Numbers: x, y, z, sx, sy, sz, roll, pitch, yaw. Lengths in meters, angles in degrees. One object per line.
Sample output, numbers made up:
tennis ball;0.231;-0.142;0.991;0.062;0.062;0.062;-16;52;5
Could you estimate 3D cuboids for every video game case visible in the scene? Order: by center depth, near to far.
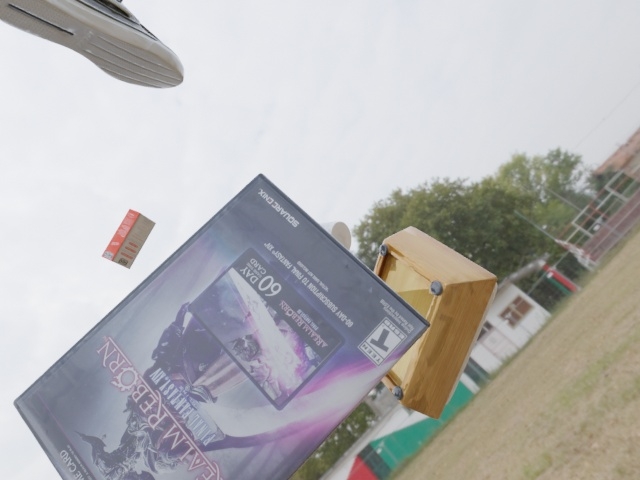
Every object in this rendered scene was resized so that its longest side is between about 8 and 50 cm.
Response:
video game case;-0.080;0.099;0.340;0.274;0.196;0.026;-44;-18;-10

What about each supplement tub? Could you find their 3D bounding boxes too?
supplement tub;0.000;0.000;0.855;0.071;0.107;0.070;10;-103;-50

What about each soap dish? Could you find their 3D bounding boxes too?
soap dish;0.175;0.145;0.800;0.118;0.229;0.290;4;-68;-29

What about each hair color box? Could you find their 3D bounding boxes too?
hair color box;-0.498;-0.003;1.115;0.141;0.043;0.072;-65;-23;-14

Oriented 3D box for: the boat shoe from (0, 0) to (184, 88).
boat shoe;-0.367;-0.369;0.717;0.121;0.119;0.335;-12;-12;27
